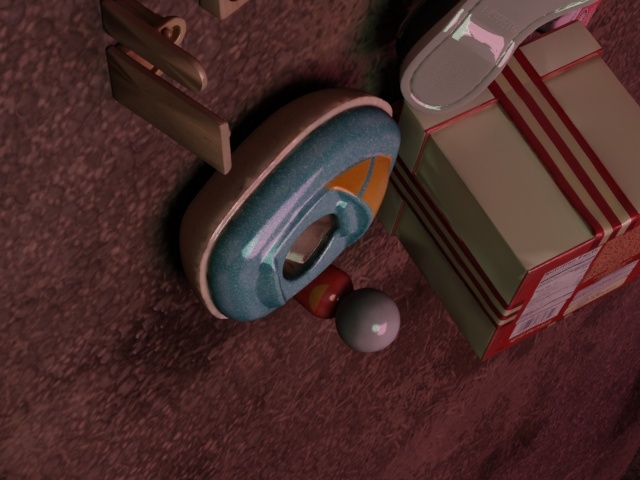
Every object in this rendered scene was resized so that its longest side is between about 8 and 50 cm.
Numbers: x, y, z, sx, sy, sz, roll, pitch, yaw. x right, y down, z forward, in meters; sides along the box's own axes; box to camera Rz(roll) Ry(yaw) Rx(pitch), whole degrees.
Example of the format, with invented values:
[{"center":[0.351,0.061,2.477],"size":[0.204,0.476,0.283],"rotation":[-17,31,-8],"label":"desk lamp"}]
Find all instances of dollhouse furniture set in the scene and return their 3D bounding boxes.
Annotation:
[{"center":[-0.071,-0.170,1.211],"size":[0.151,0.123,0.144],"rotation":[-42,153,-27],"label":"dollhouse furniture set"}]

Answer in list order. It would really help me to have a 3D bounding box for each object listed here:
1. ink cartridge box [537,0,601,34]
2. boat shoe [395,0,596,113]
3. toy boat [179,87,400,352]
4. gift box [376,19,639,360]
[{"center":[0.237,-0.305,1.633],"size":[0.158,0.092,0.218],"rotation":[-60,153,10],"label":"ink cartridge box"},{"center":[0.184,-0.247,1.474],"size":[0.302,0.091,0.114],"rotation":[-36,128,21],"label":"boat shoe"},{"center":[0.000,0.000,1.525],"size":[0.267,0.148,0.318],"rotation":[-48,154,-16],"label":"toy boat"},{"center":[0.196,-0.049,1.655],"size":[0.255,0.258,0.276],"rotation":[-23,159,-24],"label":"gift box"}]
